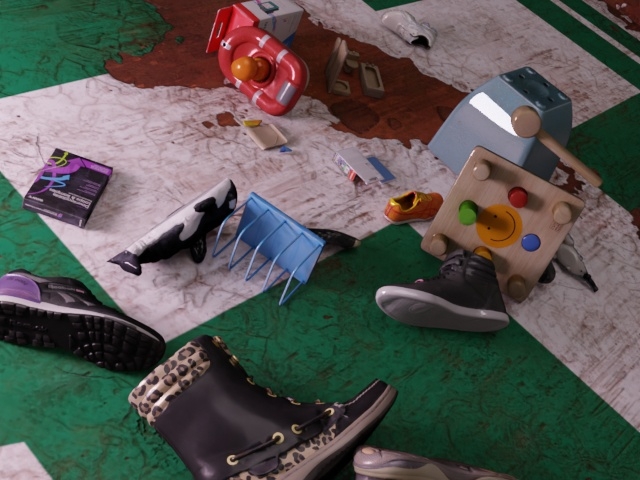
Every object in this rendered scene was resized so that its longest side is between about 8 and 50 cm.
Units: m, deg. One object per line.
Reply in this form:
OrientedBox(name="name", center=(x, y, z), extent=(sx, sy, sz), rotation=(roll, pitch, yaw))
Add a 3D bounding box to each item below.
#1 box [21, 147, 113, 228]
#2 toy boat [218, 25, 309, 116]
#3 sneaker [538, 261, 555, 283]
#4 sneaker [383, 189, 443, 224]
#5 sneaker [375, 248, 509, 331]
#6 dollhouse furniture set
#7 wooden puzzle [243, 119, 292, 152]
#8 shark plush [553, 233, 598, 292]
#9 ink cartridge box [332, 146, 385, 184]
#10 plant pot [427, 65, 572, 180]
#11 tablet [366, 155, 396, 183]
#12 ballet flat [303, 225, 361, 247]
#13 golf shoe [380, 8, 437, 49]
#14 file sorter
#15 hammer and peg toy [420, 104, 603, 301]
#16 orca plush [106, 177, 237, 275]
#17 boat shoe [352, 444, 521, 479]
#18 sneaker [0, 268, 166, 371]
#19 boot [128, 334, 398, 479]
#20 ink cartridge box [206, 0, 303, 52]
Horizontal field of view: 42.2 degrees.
OrientedBox(name="box", center=(-0.465, -0.099, 1.535), extent=(0.116, 0.029, 0.162), rotation=(19, 42, -8))
OrientedBox(name="toy boat", center=(-0.148, -0.392, 1.894), extent=(0.231, 0.151, 0.151), rotation=(43, 24, 20))
OrientedBox(name="sneaker", center=(0.476, -0.002, 1.870), extent=(0.106, 0.078, 0.234), rotation=(-6, 48, -28))
OrientedBox(name="sneaker", center=(0.216, -0.080, 1.830), extent=(0.175, 0.067, 0.064), rotation=(-18, 55, -41))
OrientedBox(name="sneaker", center=(0.230, 0.086, 1.613), extent=(0.295, 0.104, 0.147), rotation=(11, 59, -26))
OrientedBox(name="dollhouse furniture set", center=(0.102, -0.452, 2.118), extent=(0.151, 0.123, 0.144), rotation=(10, 43, -18))
OrientedBox(name="wooden puzzle", center=(-0.120, -0.232, 1.862), extent=(0.078, 0.014, 0.116), rotation=(-15, 55, -32))
OrientedBox(name="shark plush", center=(0.586, 0.044, 1.899), extent=(0.161, 0.073, 0.067), rotation=(43, 13, 26))
OrientedBox(name="ink cartridge box", center=(0.086, -0.161, 1.878), extent=(0.063, 0.029, 0.115), rotation=(-19, 58, -40))
OrientedBox(name="plant pot", center=(0.464, -0.273, 2.016), extent=(0.248, 0.252, 0.247), rotation=(-24, 61, -41))
OrientedBox(name="tablet", center=(0.132, -0.163, 1.920), extent=(0.054, 0.006, 0.083), rotation=(-20, 59, -40))
OrientedBox(name="ballet flat", center=(0.000, 0.000, 1.664), extent=(0.173, 0.049, 0.057), rotation=(7, 2, -23))
OrientedBox(name="golf shoe", center=(0.256, -0.610, 2.410), extent=(0.176, 0.069, 0.086), rotation=(20, 47, -5))
OrientedBox(name="file sorter", center=(-0.100, 0.019, 1.529), extent=(0.170, 0.118, 0.104), rotation=(35, 44, 11))
OrientedBox(name="hammer and peg toy", center=(0.402, -0.074, 1.702), extent=(0.266, 0.361, 0.127), rotation=(29, 21, 2))
OrientedBox(name="orca plush", center=(-0.238, -0.002, 1.497), extent=(0.102, 0.151, 0.287), rotation=(58, 38, -11))
OrientedBox(name="boat shoe", center=(0.187, 0.404, 1.274), extent=(0.355, 0.132, 0.130), rotation=(19, 78, -27))
OrientedBox(name="sneaker", center=(-0.374, 0.110, 1.309), extent=(0.283, 0.107, 0.124), rotation=(18, 35, -9))
OrientedBox(name="boot", center=(-0.080, 0.256, 1.283), extent=(0.284, 0.138, 0.377), rotation=(42, 49, 18))
OrientedBox(name="ink cartridge box", center=(-0.161, -0.516, 2.045), extent=(0.078, 0.134, 0.231), rotation=(43, 44, 19))
